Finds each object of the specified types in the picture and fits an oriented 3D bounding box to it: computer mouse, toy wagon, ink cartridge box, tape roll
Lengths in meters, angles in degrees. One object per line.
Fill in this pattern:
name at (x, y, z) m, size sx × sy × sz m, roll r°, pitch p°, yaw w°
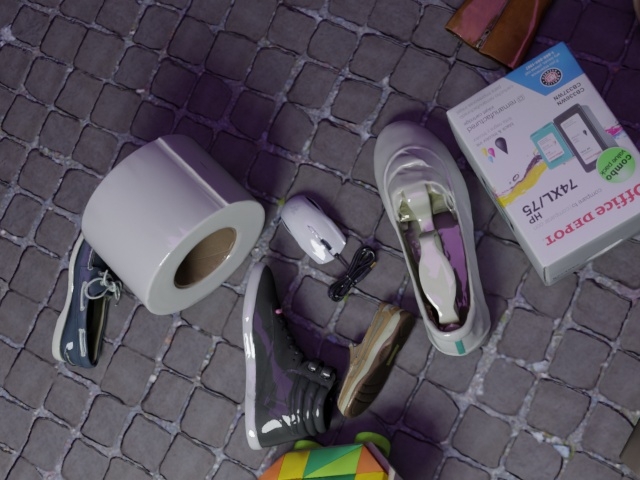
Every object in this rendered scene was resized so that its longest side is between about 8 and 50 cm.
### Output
computer mouse at (0.000, 0.000, 1.514) m, size 0.106 × 0.042 × 0.193 m, roll -45°, pitch 72°, yaw 4°
toy wagon at (-0.036, 0.414, 1.352) m, size 0.344 × 0.068 × 0.267 m, roll -15°, pitch 39°, yaw 34°
ink cartridge box at (0.346, -0.104, 1.361) m, size 0.198 × 0.197 × 0.270 m, roll -31°, pitch 73°, yaw 7°
tape roll at (-0.233, -0.025, 1.476) m, size 0.169 × 0.246 × 0.246 m, roll 43°, pitch 92°, yaw 19°

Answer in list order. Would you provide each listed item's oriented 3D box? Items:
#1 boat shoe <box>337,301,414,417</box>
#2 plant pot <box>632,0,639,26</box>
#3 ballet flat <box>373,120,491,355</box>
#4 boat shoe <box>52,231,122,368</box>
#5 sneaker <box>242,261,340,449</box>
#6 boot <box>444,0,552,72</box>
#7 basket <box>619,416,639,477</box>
boat shoe at (0.074, 0.185, 1.452) m, size 0.072 × 0.068 × 0.190 m, roll 26°, pitch 79°, yaw 33°
plant pot at (0.627, -0.378, 1.338) m, size 0.229 × 0.263 × 0.263 m, roll -37°, pitch 71°, yaw -13°
ballet flat at (0.171, -0.020, 1.427) m, size 0.139 × 0.139 × 0.400 m, roll -17°, pitch 75°, yaw 11°
boat shoe at (-0.388, 0.090, 1.571) m, size 0.079 × 0.095 × 0.255 m, roll 12°, pitch 83°, yaw 18°
sneaker at (-0.043, 0.177, 1.461) m, size 0.146 × 0.104 × 0.296 m, roll -5°, pitch 78°, yaw 10°
boot at (0.374, -0.395, 1.469) m, size 0.264 × 0.096 × 0.280 m, roll 33°, pitch 89°, yaw 18°
basket at (0.525, 0.239, 1.264) m, size 0.154 × 0.204 × 0.227 m, roll 36°, pitch 100°, yaw 41°
